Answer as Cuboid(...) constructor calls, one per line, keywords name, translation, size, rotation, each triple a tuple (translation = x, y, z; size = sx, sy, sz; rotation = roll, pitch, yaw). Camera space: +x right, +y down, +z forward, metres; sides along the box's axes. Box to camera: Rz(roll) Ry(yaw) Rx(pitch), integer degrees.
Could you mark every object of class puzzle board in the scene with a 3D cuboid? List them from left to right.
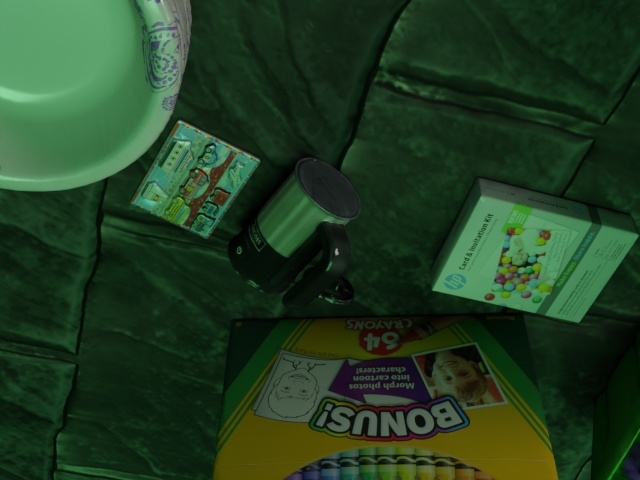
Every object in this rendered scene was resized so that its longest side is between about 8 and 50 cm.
Cuboid(name="puzzle board", translation=(-0.137, -0.062, 0.961), size=(0.096, 0.011, 0.128), rotation=(25, 126, -19))

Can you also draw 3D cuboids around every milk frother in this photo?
Cuboid(name="milk frother", translation=(0.000, 0.000, 0.969), size=(0.143, 0.129, 0.135), rotation=(-11, 151, -52))

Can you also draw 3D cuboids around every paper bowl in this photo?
Cuboid(name="paper bowl", translation=(-0.252, -0.194, 0.760), size=(0.284, 0.148, 0.284), rotation=(1, 130, 1))

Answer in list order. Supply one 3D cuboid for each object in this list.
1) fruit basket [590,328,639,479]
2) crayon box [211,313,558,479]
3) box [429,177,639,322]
Cuboid(name="fruit basket", translation=(0.521, 0.284, 1.016), size=(0.392, 0.392, 0.282), rotation=(9, 130, -6))
Cuboid(name="crayon box", translation=(0.069, 0.230, 1.010), size=(0.363, 0.313, 0.106), rotation=(-2, 131, 2))
Cuboid(name="box", translation=(0.236, 0.014, 1.003), size=(0.186, 0.038, 0.145), rotation=(14, 129, -9))
